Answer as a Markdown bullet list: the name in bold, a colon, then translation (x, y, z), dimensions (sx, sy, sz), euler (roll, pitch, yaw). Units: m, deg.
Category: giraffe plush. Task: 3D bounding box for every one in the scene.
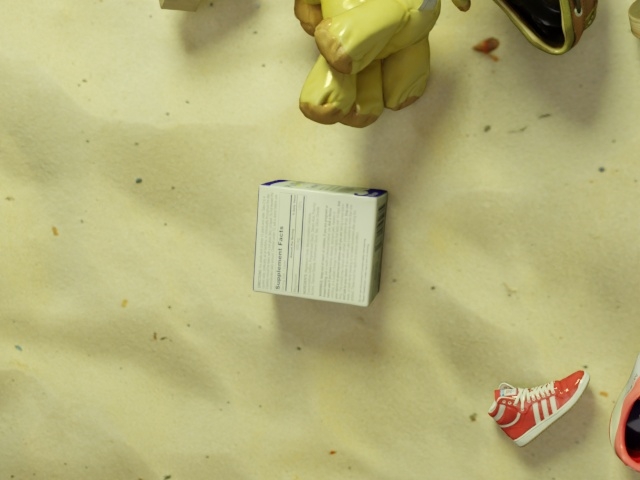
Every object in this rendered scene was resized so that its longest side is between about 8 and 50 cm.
- **giraffe plush**: translation (0.029, -0.244, 0.940), dimensions (0.170, 0.181, 0.210), euler (47, 121, 25)

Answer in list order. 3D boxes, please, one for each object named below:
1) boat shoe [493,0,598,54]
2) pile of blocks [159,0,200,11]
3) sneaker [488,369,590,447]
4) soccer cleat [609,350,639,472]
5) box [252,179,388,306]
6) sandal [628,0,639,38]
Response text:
- **boat shoe**: translation (0.167, -0.305, 0.831), dimensions (0.111, 0.104, 0.307), euler (-19, 128, 44)
- **pile of blocks**: translation (-0.109, -0.431, 0.973), dimensions (0.113, 0.149, 0.362), euler (-2, 116, -28)
- **sneaker**: translation (0.240, 0.173, 1.013), dimensions (0.067, 0.042, 0.118), euler (42, 110, 1)
- **soccer cleat**: translation (0.365, 0.124, 0.942), dimensions (0.083, 0.095, 0.248), euler (19, 105, 11)
- **box**: translation (0.000, 0.000, 1.029), dimensions (0.137, 0.072, 0.126), euler (7, 103, 13)
- **sandal**: translation (0.430, -0.220, 0.882), dimensions (0.240, 0.088, 0.079), euler (-9, 130, 24)
